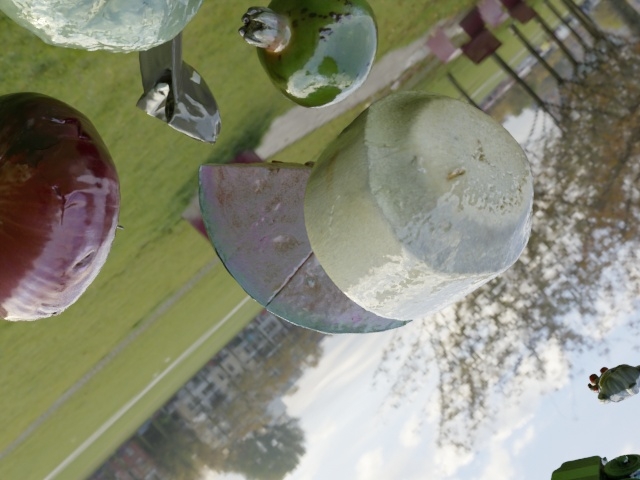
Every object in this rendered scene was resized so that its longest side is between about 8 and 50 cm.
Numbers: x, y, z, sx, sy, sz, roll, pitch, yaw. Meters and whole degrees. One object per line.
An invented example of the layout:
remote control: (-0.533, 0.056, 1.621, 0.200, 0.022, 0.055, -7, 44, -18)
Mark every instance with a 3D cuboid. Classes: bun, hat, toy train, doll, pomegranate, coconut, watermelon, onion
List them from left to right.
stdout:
onion: (-0.427, -0.050, 1.202, 0.347, 0.347, 0.285, -44, 155, 20)
bun: (-0.154, -0.230, 0.565, 0.118, 0.195, 0.195, -4, -153, 40)
hat: (-0.187, -0.239, 1.124, 0.166, 0.144, 0.173, 34, -79, 54)
pomegranate: (-0.022, -0.275, 1.085, 0.209, 0.180, 0.180, -3, 147, -48)
watermelon: (-0.016, -0.001, 1.326, 0.319, 0.292, 0.222, -6, -174, 8)
coconut: (0.100, -0.034, 0.904, 0.237, 0.237, 0.266, -43, 178, -34)
toy train: (0.605, 0.570, 1.667, 0.238, 0.167, 0.299, -20, -178, 24)
doll: (0.559, 0.265, 1.485, 0.104, 0.062, 0.195, -15, 175, 1)
